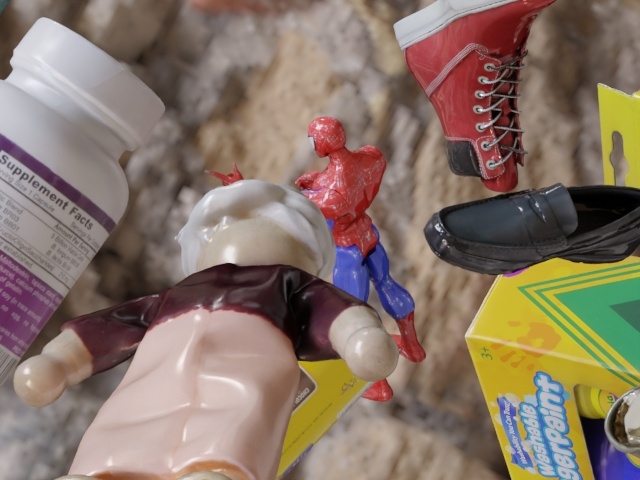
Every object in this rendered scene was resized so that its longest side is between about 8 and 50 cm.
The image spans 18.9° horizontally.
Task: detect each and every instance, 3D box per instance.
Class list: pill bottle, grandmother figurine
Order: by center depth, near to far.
[{"bbox_3d":[-0.059,0.066,1.019,0.342,0.207,0.104,-67,-20,-62],"label":"grandmother figurine"},{"bbox_3d":[-0.258,-0.020,1.517,0.301,0.169,0.169,-55,15,-7],"label":"pill bottle"}]

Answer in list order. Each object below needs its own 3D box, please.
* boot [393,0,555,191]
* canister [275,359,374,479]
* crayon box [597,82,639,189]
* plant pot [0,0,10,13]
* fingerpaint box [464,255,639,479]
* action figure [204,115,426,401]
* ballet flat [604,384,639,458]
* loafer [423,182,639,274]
[{"bbox_3d":[0.158,-0.136,1.642,0.176,0.088,0.244,70,158,2],"label":"boot"},{"bbox_3d":[-0.057,0.113,1.217,0.170,0.073,0.126,-45,29,-20],"label":"canister"},{"bbox_3d":[0.457,-0.065,2.145,0.081,0.202,0.318,-32,39,-33],"label":"crayon box"},{"bbox_3d":[-0.311,-0.171,1.218,0.234,0.165,0.165,-53,-18,16],"label":"plant pot"},{"bbox_3d":[0.393,0.229,2.104,0.371,0.445,0.163,12,52,29],"label":"fingerpaint box"},{"bbox_3d":[0.000,0.000,1.616,0.091,0.139,0.280,-48,-36,-34],"label":"action figure"},{"bbox_3d":[0.288,0.117,1.418,0.213,0.068,0.072,-36,42,52],"label":"ballet flat"},{"bbox_3d":[0.194,-0.019,1.698,0.076,0.223,0.078,65,145,36],"label":"loafer"}]
